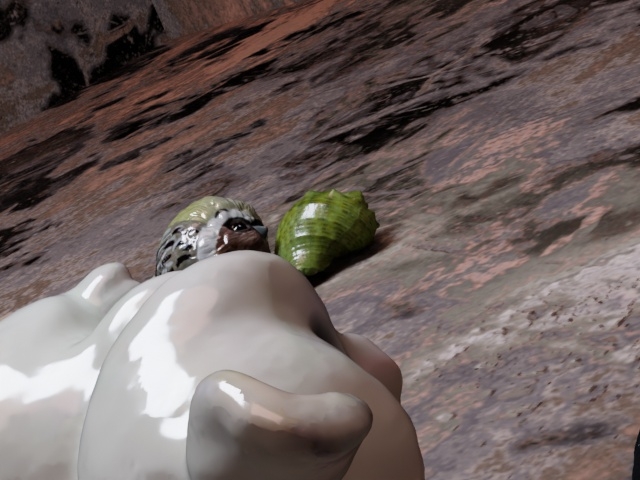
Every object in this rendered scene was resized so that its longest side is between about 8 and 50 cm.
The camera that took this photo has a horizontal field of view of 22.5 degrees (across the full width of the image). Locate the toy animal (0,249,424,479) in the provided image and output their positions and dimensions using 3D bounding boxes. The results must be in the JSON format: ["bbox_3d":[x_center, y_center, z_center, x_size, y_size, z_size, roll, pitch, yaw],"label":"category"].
[{"bbox_3d":[-0.066,0.130,0.756,0.368,0.196,0.241,-8,29,49],"label":"toy animal"}]

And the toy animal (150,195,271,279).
[{"bbox_3d":[-0.100,0.026,1.357,0.137,0.098,0.098,-41,16,-1],"label":"toy animal"}]

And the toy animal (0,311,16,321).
[{"bbox_3d":[-0.271,0.126,1.131,0.171,0.171,0.198,-34,21,-36],"label":"toy animal"}]

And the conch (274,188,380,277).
[{"bbox_3d":[0.000,0.000,1.367,0.121,0.074,0.089,-51,-5,-27],"label":"conch"}]

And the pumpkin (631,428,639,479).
[{"bbox_3d":[0.214,0.080,0.617,0.194,0.150,0.194,-13,-16,-4],"label":"pumpkin"}]
